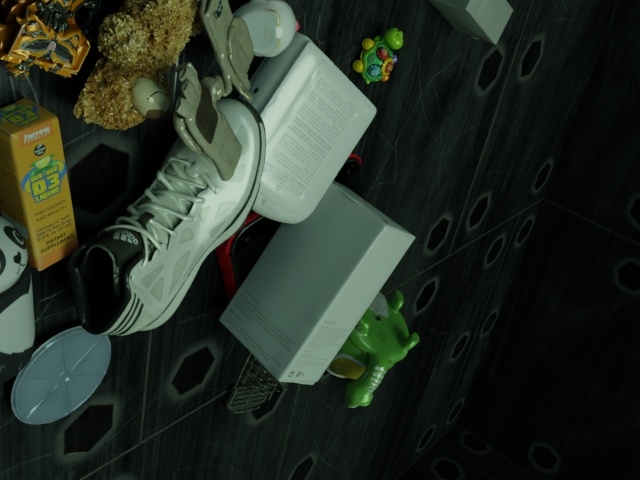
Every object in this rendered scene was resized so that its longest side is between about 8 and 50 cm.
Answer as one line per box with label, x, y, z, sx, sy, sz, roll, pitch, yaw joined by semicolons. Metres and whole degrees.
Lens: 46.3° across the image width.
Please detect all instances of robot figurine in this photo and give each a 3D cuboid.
robot figurine;-0.327;-0.332;0.925;0.211;0.085;0.291;2;115;-57
robot figurine;-0.472;0.090;1.002;0.173;0.209;0.278;-17;130;-36

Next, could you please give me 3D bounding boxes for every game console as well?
game console;-0.056;-0.007;1.662;0.386;0.060;0.342;-35;146;-25

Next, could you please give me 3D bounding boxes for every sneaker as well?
sneaker;-0.238;-0.030;1.188;0.448;0.169;0.257;-60;176;7

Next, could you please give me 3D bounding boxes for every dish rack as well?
dish rack;-0.124;0.323;1.887;0.208;0.074;0.272;10;109;-59

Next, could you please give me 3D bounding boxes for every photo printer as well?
photo printer;-0.058;-0.194;1.411;0.256;0.107;0.308;35;86;-44

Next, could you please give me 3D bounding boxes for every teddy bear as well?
teddy bear;-0.223;-0.302;1.043;0.338;0.113;0.245;-65;-173;-1

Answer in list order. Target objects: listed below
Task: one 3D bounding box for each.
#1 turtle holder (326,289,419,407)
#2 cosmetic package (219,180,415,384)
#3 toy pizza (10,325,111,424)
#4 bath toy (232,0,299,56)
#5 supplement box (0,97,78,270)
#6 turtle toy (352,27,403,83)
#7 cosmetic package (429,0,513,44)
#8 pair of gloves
turtle holder;0.115;0.274;1.978;0.243;0.320;0.227;4;138;-47
cosmetic package;-0.010;0.081;1.553;0.385;0.217;0.156;-54;149;9
toy pizza;-0.457;0.232;1.316;0.201;0.032;0.201;-40;147;-32
bath toy;-0.058;-0.468;1.190;0.129;0.151;0.348;-81;-177;-59
supplement box;-0.406;-0.075;1.055;0.078;0.080;0.234;-36;142;-39
turtle toy;0.131;-0.396;1.607;0.095;0.066;0.130;4;114;-59
cosmetic package;0.345;-0.553;1.737;0.238;0.127;0.107;7;111;-61
pair of gloves;-0.157;-0.232;1.114;0.204;0.042;0.240;54;43;-63
